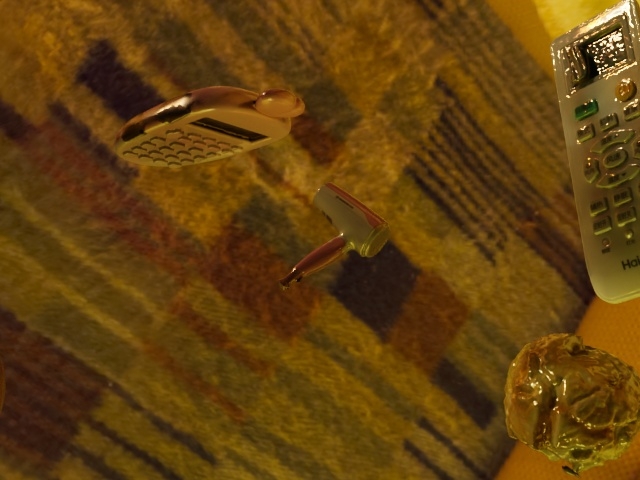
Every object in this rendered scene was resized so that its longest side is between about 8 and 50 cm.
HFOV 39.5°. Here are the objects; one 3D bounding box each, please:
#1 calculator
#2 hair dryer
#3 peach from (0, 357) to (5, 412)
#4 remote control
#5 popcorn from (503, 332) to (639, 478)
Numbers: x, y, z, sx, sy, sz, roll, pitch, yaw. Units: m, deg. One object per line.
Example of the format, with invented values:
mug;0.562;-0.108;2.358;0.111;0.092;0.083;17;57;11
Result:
calculator;-0.083;-0.085;0.667;0.103;0.165;0.024;11;69;-54
hair dryer;0.003;0.006;1.126;0.106;0.054;0.154;38;70;20
peach;-0.451;0.151;0.896;0.252;0.252;0.253;0;90;-30
remote control;0.294;-0.088;0.867;0.051;0.103;0.294;12;64;-39
popcorn;0.335;0.225;1.178;0.198;0.198;0.213;-45;149;-23
